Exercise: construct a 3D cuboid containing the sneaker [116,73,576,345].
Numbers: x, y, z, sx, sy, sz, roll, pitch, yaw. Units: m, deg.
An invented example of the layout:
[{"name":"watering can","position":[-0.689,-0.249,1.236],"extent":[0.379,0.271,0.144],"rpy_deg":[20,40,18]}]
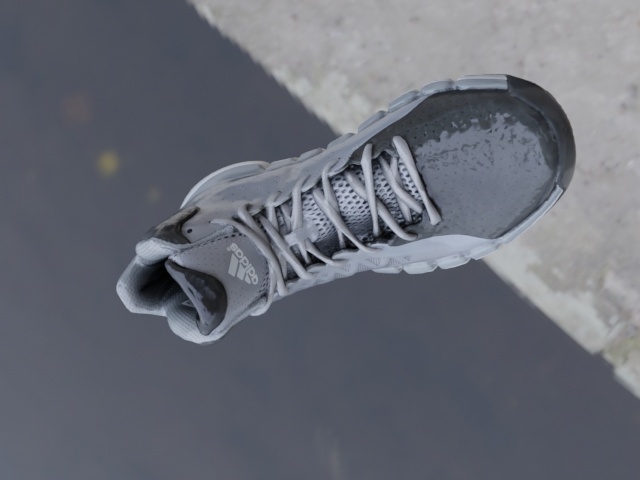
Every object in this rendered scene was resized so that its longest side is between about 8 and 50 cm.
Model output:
[{"name":"sneaker","position":[0.000,0.000,0.724],"extent":[0.228,0.132,0.086],"rpy_deg":[-19,101,36]}]
